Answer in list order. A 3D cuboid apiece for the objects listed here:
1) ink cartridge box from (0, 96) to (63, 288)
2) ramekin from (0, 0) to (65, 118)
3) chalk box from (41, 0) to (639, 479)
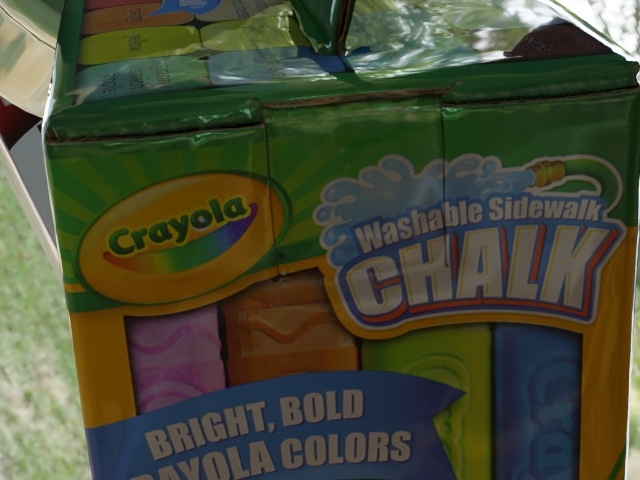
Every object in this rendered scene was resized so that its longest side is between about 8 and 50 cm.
[{"bbox_3d":[-0.082,-0.061,1.057,0.272,0.309,0.130,56,-17,33],"label":"ink cartridge box"},{"bbox_3d":[-0.125,-0.216,0.845,0.148,0.303,0.303,-31,-94,56],"label":"ramekin"},{"bbox_3d":[0.000,0.000,0.462,0.180,0.179,0.289,-110,-165,-67],"label":"chalk box"}]
